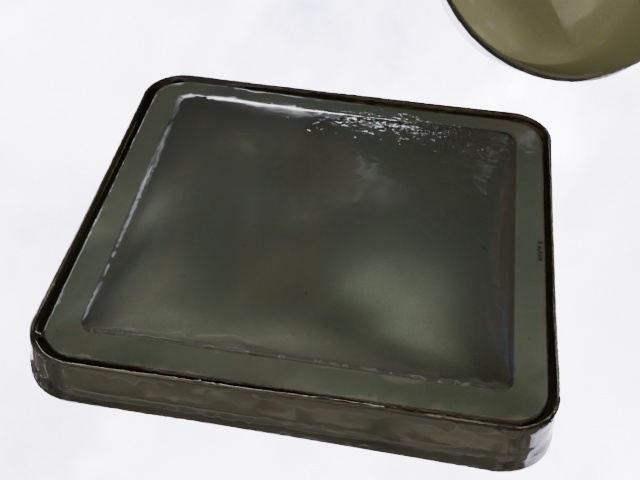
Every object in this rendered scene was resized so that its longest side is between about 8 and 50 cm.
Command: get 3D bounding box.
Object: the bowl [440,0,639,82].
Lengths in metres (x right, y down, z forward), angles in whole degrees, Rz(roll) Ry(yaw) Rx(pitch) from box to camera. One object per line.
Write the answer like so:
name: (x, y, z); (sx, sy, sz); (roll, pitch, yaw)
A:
bowl: (0.196, -0.247, 0.922); (0.237, 0.126, 0.238); (0, -91, -6)

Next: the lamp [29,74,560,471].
lamp: (0.000, 0.000, 0.612); (0.266, 0.269, 0.047); (9, -49, 4)
